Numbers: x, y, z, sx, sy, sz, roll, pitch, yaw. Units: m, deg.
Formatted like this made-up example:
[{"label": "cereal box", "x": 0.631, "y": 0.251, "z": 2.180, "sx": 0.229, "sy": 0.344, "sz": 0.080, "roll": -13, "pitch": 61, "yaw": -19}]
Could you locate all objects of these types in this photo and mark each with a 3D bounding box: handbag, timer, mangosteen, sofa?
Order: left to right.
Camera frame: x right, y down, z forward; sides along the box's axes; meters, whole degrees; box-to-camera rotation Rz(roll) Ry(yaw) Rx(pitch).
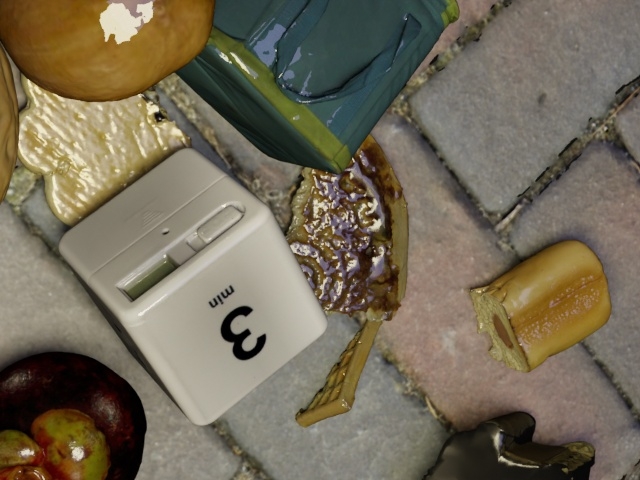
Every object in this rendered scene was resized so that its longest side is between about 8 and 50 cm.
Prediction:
[{"label": "mangosteen", "x": -0.289, "y": 0.221, "z": 1.349, "sx": 0.210, "sy": 0.210, "sz": 0.209, "roll": -4, "pitch": 100, "yaw": -22}, {"label": "timer", "x": -0.138, "y": 0.048, "z": 1.360, "sx": 0.192, "sy": 0.194, "sz": 0.195, "roll": -38, "pitch": 133, "yaw": -13}, {"label": "handbag", "x": -0.020, "y": -0.235, "z": 1.379, "sx": 0.263, "sy": 0.222, "sz": 0.241, "roll": 43, "pitch": 76, "yaw": -24}, {"label": "sofa", "x": 0.231, "y": 0.355, "z": 1.611, "sx": 0.200, "sy": 0.182, "sz": 0.258, "roll": 5, "pitch": 99, "yaw": -64}]

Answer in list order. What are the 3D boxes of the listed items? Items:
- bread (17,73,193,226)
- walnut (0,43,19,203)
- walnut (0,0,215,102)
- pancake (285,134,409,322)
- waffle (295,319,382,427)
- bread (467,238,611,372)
[{"label": "bread", "x": -0.248, "y": -0.112, "z": 1.399, "sx": 0.182, "sy": 0.039, "sz": 0.251, "roll": -35, "pitch": 110, "yaw": -13}, {"label": "walnut", "x": -0.439, "y": -0.115, "z": 1.205, "sx": 0.277, "sy": 0.252, "sz": 0.313, "roll": -18, "pitch": 113, "yaw": -31}, {"label": "walnut", "x": -0.236, "y": -0.239, "z": 1.235, "sx": 0.203, "sy": 0.298, "sz": 0.203, "roll": -14, "pitch": 109, "yaw": -45}, {"label": "pancake", "x": 0.000, "y": 0.000, "z": 1.527, "sx": 0.244, "sy": 0.057, "sz": 0.266, "roll": -31, "pitch": 105, "yaw": -6}, {"label": "waffle", "x": 0.025, "y": 0.163, "z": 1.571, "sx": 0.023, "sy": 0.097, "sz": 0.152, "roll": 40, "pitch": 50, "yaw": -21}, {"label": "bread", "x": 0.293, "y": 0.083, "z": 1.632, "sx": 0.173, "sy": 0.085, "sz": 0.134, "roll": -28, "pitch": 105, "yaw": -15}]
